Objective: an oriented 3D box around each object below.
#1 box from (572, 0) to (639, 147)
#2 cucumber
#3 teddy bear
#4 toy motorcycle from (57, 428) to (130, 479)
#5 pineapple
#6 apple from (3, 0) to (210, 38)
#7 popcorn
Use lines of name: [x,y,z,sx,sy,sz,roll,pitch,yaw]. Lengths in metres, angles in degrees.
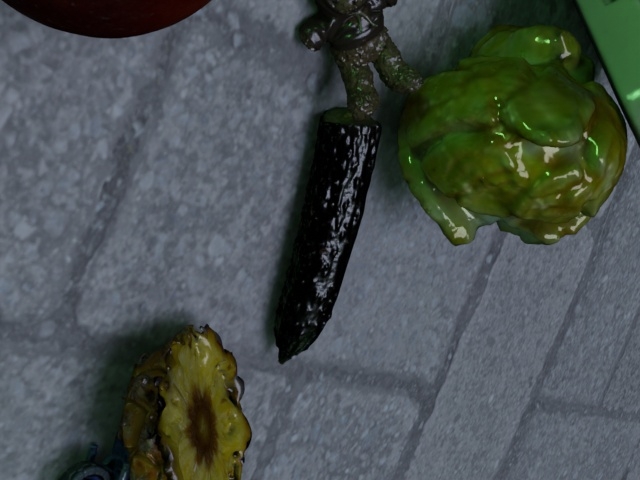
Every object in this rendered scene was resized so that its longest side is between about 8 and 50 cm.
box: [0.417,-0.219,1.181,0.367,0.090,0.373,39,34,-51]
cucumber: [0.002,0.000,1.013,0.072,0.072,0.300,-3,112,-48]
teddy bear: [0.037,-0.215,0.945,0.119,0.078,0.160,-29,114,-9]
toy motorcycle: [-0.206,0.289,0.924,0.114,0.076,0.205,-39,132,-42]
pineapple: [-0.136,0.187,0.899,0.225,0.076,0.225,-7,90,-71]
apple: [-0.142,-0.250,0.610,0.201,0.218,0.218,-24,126,-48]
popcorn: [0.231,-0.126,1.061,0.276,0.276,0.225,-25,163,-39]
